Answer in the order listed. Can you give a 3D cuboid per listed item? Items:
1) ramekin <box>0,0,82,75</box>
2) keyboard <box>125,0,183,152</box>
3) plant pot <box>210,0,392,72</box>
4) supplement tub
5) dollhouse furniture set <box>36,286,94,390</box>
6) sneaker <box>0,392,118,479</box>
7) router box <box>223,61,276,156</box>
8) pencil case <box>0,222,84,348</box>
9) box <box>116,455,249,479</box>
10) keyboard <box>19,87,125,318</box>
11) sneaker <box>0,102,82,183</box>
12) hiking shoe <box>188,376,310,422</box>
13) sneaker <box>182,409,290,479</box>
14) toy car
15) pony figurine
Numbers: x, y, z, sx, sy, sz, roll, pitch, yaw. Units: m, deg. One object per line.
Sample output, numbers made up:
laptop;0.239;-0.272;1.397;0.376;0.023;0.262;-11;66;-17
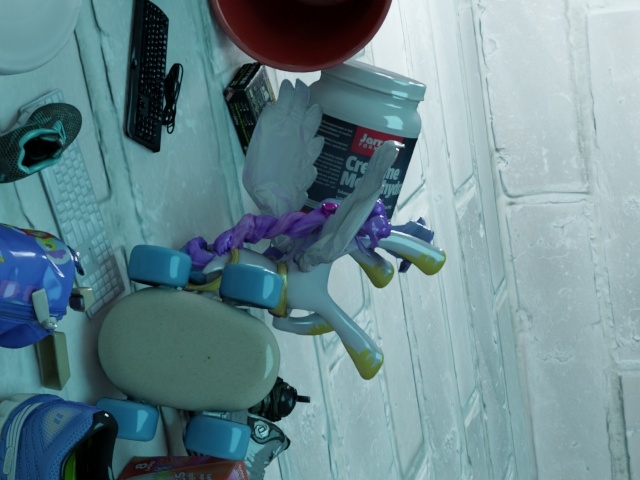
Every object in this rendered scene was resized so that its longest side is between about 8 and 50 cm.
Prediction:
ramekin;-0.335;-0.278;0.928;0.273;0.127;0.272;-3;90;-68
keyboard;-0.206;-0.211;1.353;0.100;0.038;0.192;29;61;-65
plant pot;-0.012;-0.416;1.592;0.243;0.275;0.274;-71;151;-64
supplement tub;0.046;-0.138;1.653;0.191;0.191;0.272;-17;127;-67
dollhouse furniture set;-0.284;0.107;1.074;0.081;0.091;0.114;-18;107;-51
sneaker;-0.253;0.314;1.014;0.130;0.147;0.329;19;70;-66
router box;-0.100;-0.198;1.608;0.092;0.038;0.122;-63;144;-50
pencil case;-0.332;0.021;0.889;0.119;0.133;0.306;-58;153;1
box;-0.147;0.416;1.256;0.142;0.154;0.299;-57;137;-57
keyboard;-0.276;-0.039;1.185;0.072;0.014;0.256;-54;135;-57
sneaker;-0.285;-0.097;1.076;0.166;0.076;0.065;-50;133;-53
hiking shoe;-0.097;0.210;1.452;0.227;0.114;0.086;11;76;-67
sneaker;-0.080;0.313;1.364;0.132;0.086;0.228;-25;99;-38
toy car;-0.159;0.141;1.290;0.238;0.210;0.219;123;-21;-79
pony figurine;0.000;0.000;1.455;0.363;0.303;0.351;25;99;-38
